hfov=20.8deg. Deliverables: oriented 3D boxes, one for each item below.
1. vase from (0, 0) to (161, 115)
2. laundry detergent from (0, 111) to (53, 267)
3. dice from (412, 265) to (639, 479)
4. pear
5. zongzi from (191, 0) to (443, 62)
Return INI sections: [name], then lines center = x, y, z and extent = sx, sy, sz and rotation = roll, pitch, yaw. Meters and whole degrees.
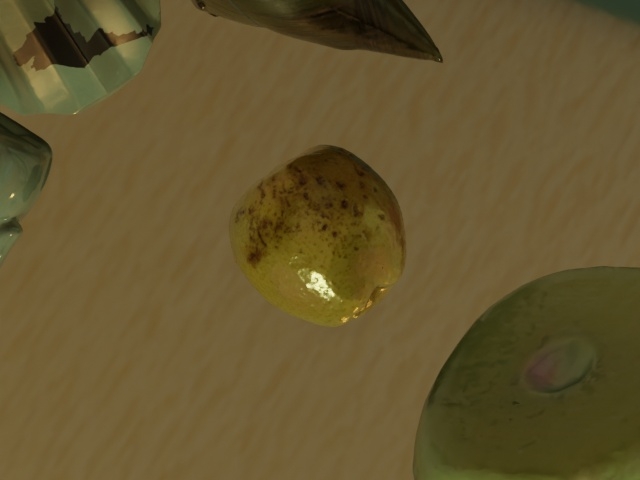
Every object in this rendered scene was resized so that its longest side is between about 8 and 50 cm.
[vase]
center = -0.218, -0.213, 1.188
extent = 0.165, 0.165, 0.360
rotation = 26, 167, 16
[laundry detergent]
center = -0.310, 0.023, 1.129
extent = 0.214, 0.281, 0.105
rotation = 28, -173, 16
[dice]
center = 0.246, 0.186, 1.456
extent = 0.254, 0.252, 0.250
rotation = 2, 135, 40
[pear]
center = 0.000, 0.000, 1.668
extent = 0.178, 0.178, 0.178
rotation = 28, 160, 11
[zongzi]
center = -0.021, -0.278, 1.702
extent = 0.300, 0.138, 0.286
rotation = 28, 172, 15
